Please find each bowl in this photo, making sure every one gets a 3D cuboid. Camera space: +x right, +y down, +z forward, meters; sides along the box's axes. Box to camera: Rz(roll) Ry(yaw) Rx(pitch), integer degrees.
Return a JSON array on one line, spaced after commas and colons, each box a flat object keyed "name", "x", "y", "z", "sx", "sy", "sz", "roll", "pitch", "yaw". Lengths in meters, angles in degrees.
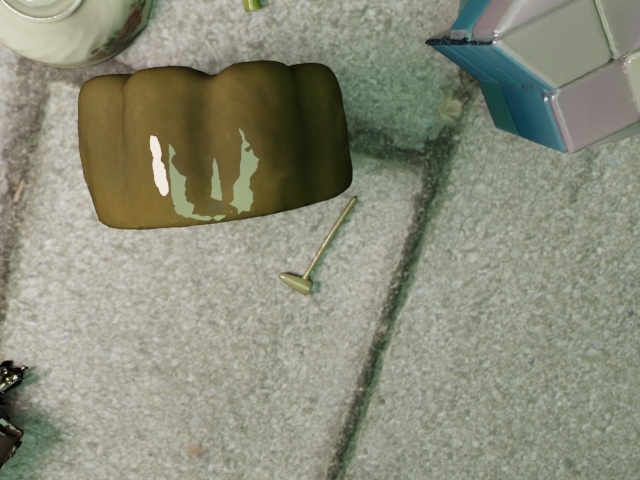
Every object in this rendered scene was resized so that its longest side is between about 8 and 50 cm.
[{"name": "bowl", "x": -0.382, "y": -0.381, "z": 1.048, "sx": 0.277, "sy": 0.145, "sz": 0.277, "roll": -1, "pitch": 106, "yaw": -4}]

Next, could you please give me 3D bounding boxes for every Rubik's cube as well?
[{"name": "Rubik's cube", "x": 0.361, "y": -0.311, "z": 1.013, "sx": 0.368, "sy": 0.387, "sz": 0.358, "roll": -28, "pitch": 110, "yaw": -1}]

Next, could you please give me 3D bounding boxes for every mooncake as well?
[{"name": "mooncake", "x": -0.145, "y": -0.143, "z": 1.032, "sx": 0.379, "sy": 0.378, "sz": 0.200, "roll": -8, "pitch": 101, "yaw": -3}]

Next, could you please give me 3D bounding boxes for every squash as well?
[{"name": "squash", "x": -0.113, "y": -0.393, "z": 1.126, "sx": 0.027, "sy": 0.027, "sz": 0.083, "roll": -14, "pitch": 108, "yaw": -1}]

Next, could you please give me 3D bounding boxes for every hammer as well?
[{"name": "hammer", "x": 0.000, "y": 0.000, "z": 1.266, "sx": 0.060, "sy": 0.028, "sz": 0.195, "roll": 31, "pitch": 99, "yaw": -7}]

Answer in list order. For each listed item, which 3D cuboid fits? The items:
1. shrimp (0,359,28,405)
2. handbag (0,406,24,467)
[{"name": "shrimp", "x": -0.608, "y": 0.320, "z": 1.282, "sx": 0.289, "sy": 0.075, "sz": 0.178, "roll": -24, "pitch": 112, "yaw": 3}, {"name": "handbag", "x": -0.658, "y": 0.318, "z": 1.198, "sx": 0.285, "sy": 0.113, "sz": 0.257, "roll": 40, "pitch": 107, "yaw": -10}]
